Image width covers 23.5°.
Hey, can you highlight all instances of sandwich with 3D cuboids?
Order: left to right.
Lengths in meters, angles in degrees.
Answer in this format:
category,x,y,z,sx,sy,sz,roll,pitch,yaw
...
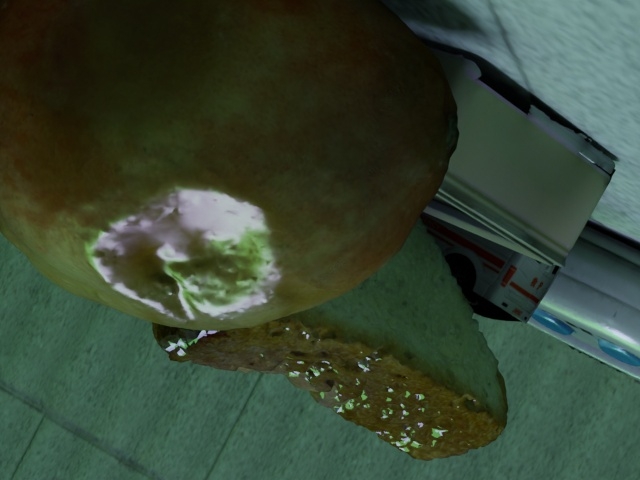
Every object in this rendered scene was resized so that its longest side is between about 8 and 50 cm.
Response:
category,x,y,z,sx,sy,sz,roll,pitch,yaw
sandwich,0.004,-0.002,1.042,0.288,0.099,0.254,29,-140,-39

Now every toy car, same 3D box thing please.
category,x,y,z,sx,sy,sz,roll,pitch,yaw
toy car,0.085,-0.025,1.145,0.209,0.108,0.089,31,-177,31

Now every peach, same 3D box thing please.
category,x,y,z,sx,sy,sz,roll,pitch,yaw
peach,-0.049,-0.056,0.762,0.235,0.214,0.214,12,173,18

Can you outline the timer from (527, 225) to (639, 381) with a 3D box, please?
category,x,y,z,sx,sy,sz,roll,pitch,yaw
timer,0.224,0.045,1.284,0.262,0.087,0.237,27,178,29

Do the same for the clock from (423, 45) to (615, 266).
category,x,y,z,sx,sy,sz,roll,pitch,yaw
clock,0.056,-0.064,0.900,0.147,0.071,0.192,29,178,-41
